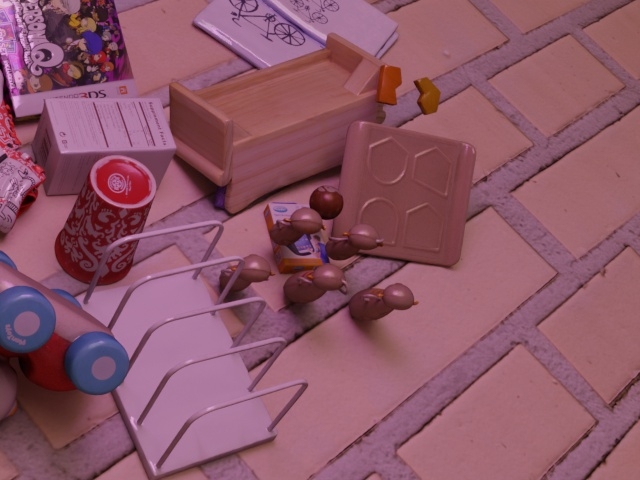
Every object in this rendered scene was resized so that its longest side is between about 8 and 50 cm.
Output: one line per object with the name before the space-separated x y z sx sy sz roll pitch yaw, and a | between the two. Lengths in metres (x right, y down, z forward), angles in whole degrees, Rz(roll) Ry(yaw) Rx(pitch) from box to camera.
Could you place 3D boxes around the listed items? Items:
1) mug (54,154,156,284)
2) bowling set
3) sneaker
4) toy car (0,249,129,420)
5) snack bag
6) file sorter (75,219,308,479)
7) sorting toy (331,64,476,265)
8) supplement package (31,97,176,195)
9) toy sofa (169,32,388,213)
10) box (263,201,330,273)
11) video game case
mug | -0.304 -0.044 1.489 0.113 0.169 0.150 -20 66 -37
bowling set | 0.000 0.000 1.586 0.287 0.154 0.200 10 76 -21
sneaker | -0.458 -0.129 1.533 0.145 0.090 0.270 21 49 -16
toy car | -0.390 0.162 1.305 0.210 0.219 0.238 38 85 -33
snack bag | -0.041 -0.405 2.009 0.323 0.037 0.342 36 46 1
file sorter | -0.170 0.133 1.420 0.192 0.173 0.278 -12 61 -35
sorting toy | 0.144 -0.123 1.776 0.229 0.041 0.307 9 90 -20
supplement package | -0.323 -0.142 1.600 0.179 0.105 0.105 -4 57 -31
toy sofa | -0.067 -0.198 1.760 0.362 0.177 0.150 -25 47 -34
box | -0.039 -0.010 1.702 0.081 0.028 0.136 1 57 -27
video game case | -0.407 -0.312 1.662 0.210 0.041 0.232 -15 92 -35
